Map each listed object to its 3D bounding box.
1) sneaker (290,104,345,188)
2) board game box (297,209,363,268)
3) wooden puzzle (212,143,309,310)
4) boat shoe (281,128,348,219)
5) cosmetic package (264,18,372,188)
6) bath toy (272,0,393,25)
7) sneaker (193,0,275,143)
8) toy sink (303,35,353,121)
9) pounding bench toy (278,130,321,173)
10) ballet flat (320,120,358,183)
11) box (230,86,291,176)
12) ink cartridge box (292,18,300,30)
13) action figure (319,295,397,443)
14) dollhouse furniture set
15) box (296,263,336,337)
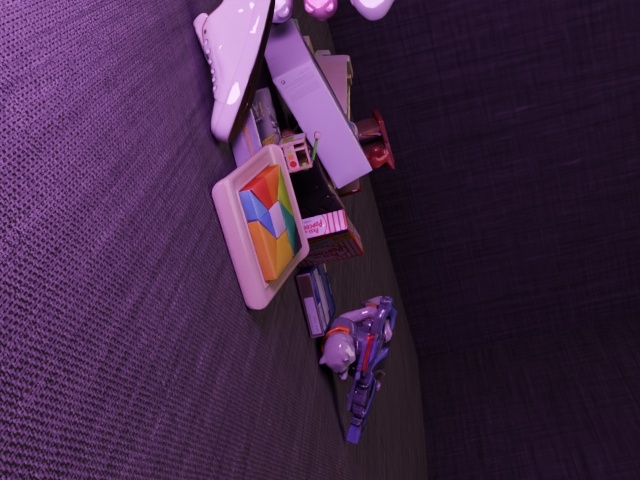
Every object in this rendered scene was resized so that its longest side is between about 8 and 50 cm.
[{"bbox_3d":[-0.024,-0.230,2.195,0.151,0.094,0.256,-8,109,-43],"label":"sneaker"},{"bbox_3d":[0.000,0.000,1.741,0.193,0.146,0.045,50,28,-70],"label":"board game box"},{"bbox_3d":[-0.086,-0.029,1.406,0.239,0.044,0.221,-48,127,-60],"label":"wooden puzzle"},{"bbox_3d":[-0.018,-0.112,1.882,0.120,0.122,0.324,-99,171,-51],"label":"boat shoe"},{"bbox_3d":[-0.020,-0.321,1.879,0.284,0.097,0.377,60,6,-31],"label":"cosmetic package"},{"bbox_3d":[-0.016,-0.519,1.746,0.129,0.348,0.151,-48,140,-80],"label":"bath toy"},{"bbox_3d":[-0.162,-0.301,1.411,0.106,0.123,0.290,99,2,-73],"label":"sneaker"},{"bbox_3d":[0.023,-0.445,2.379,0.153,0.131,0.234,58,32,-80],"label":"toy sink"},{"bbox_3d":[-0.031,-0.169,1.629,0.052,0.083,0.065,-82,157,-68],"label":"pounding bench toy"},{"bbox_3d":[0.028,-0.191,2.132,0.248,0.086,0.086,-59,149,-23],"label":"ballet flat"},{"bbox_3d":[-0.116,-0.187,1.585,0.231,0.056,0.183,-66,143,-75],"label":"box"},{"bbox_3d":[-0.069,-0.482,2.296,0.181,0.056,0.225,-73,147,-71],"label":"ink cartridge box"},{"bbox_3d":[0.070,0.274,1.942,0.330,0.178,0.341,12,94,-73],"label":"action figure"},{"bbox_3d":[0.118,-0.227,2.446,0.374,0.201,0.152,-106,177,-60],"label":"dollhouse furniture set"},{"bbox_3d":[-0.007,0.121,1.871,0.225,0.036,0.136,-45,122,-78],"label":"box"}]
